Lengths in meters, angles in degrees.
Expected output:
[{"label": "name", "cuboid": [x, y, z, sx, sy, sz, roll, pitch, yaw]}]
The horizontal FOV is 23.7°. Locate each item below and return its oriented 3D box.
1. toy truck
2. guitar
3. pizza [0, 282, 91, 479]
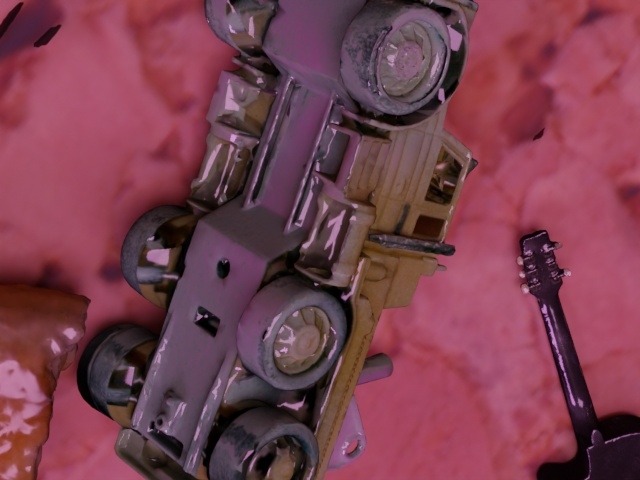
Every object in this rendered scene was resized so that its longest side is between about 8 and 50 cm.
[{"label": "toy truck", "cuboid": [-0.001, -0.003, 0.693, 0.135, 0.128, 0.259, 4, 107, -42]}, {"label": "guitar", "cuboid": [0.142, 0.099, 0.795, 0.088, 0.025, 0.233, -20, 111, -2]}, {"label": "pizza", "cuboid": [-0.253, 0.134, 0.687, 0.365, 0.074, 0.182, -36, 110, -1]}]
